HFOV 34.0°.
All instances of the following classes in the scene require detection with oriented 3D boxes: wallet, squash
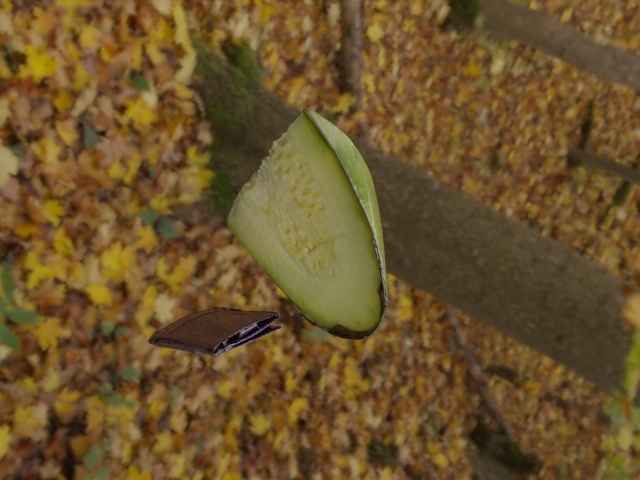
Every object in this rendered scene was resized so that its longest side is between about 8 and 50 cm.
[{"bbox_3d":[-0.139,0.115,1.354,0.111,0.166,0.030,-20,101,-37],"label":"wallet"},{"bbox_3d":[0.000,0.000,1.273,0.237,0.204,0.155,-49,-156,46],"label":"squash"}]
